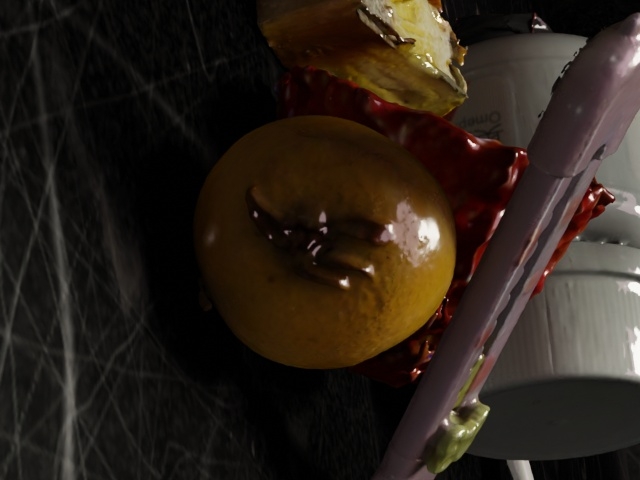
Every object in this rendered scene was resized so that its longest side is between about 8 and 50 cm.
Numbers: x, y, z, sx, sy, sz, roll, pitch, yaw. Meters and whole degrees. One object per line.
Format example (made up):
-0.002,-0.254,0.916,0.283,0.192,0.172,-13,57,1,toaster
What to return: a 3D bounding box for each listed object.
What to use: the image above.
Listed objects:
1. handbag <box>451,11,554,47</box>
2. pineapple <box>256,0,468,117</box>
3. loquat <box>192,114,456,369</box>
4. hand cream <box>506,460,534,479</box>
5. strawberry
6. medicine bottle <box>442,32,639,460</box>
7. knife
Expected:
0.209,-0.127,1.544,0.215,0.155,0.169,60,31,-56,handbag
0.015,-0.176,1.005,0.236,0.115,0.186,64,20,-17,pineapple
0.000,0.000,0.746,0.141,0.141,0.141,-11,90,-75,loquat
0.211,0.271,1.445,0.121,0.076,0.336,67,9,-54,hand cream
0.045,-0.003,0.894,0.178,0.234,0.234,-67,162,0,strawberry
0.183,0.009,1.182,0.245,0.245,0.306,54,29,-58,medicine bottle
0.096,0.047,0.793,0.132,0.038,0.398,-30,148,-52,knife
